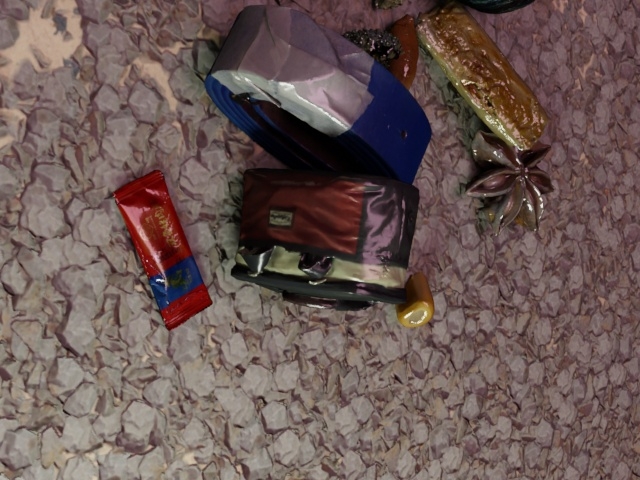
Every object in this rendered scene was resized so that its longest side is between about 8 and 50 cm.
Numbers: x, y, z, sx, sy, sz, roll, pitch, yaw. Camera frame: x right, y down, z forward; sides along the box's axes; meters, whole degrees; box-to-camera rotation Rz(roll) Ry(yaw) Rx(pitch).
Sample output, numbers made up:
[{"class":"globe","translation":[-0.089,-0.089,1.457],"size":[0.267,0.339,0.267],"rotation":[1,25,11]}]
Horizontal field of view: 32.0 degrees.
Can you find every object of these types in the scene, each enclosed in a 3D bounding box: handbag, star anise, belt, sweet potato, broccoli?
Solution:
[{"class":"handbag","translation":[0.000,0.000,1.483],"size":[0.181,0.254,0.181],"rotation":[9,88,-52]},{"class":"star anise","translation":[0.317,-0.097,1.879],"size":[0.212,0.073,0.196],"rotation":[23,72,-36]},{"class":"belt","translation":[0.006,-0.171,1.513],"size":[0.347,0.212,0.117],"rotation":[37,68,-35]},{"class":"sweet potato","translation":[0.121,-0.254,1.719],"size":[0.056,0.056,0.194],"rotation":[9,90,-41]},{"class":"broccoli","translation":[0.071,-0.218,1.657],"size":[0.122,0.118,0.204],"rotation":[-69,153,-55]}]

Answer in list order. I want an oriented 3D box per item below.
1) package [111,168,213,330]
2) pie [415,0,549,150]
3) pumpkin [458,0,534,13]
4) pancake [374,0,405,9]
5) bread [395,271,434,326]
[{"class":"package","translation":[-0.204,0.012,1.459],"size":[0.083,0.022,0.200],"rotation":[-32,109,-36]},{"class":"pie","translation":[0.258,-0.271,1.806],"size":[0.282,0.068,0.128],"rotation":[50,56,-12]},{"class":"pumpkin","translation":[0.301,-0.480,1.745],"size":[0.248,0.248,0.248],"rotation":[-1,91,-41]},{"class":"pancake","translation":[0.040,-0.509,1.643],"size":[0.197,0.054,0.376],"rotation":[-50,120,-28]},{"class":"bread","translation":[0.149,0.097,1.757],"size":[0.062,0.103,0.049],"rotation":[-38,111,14]}]
